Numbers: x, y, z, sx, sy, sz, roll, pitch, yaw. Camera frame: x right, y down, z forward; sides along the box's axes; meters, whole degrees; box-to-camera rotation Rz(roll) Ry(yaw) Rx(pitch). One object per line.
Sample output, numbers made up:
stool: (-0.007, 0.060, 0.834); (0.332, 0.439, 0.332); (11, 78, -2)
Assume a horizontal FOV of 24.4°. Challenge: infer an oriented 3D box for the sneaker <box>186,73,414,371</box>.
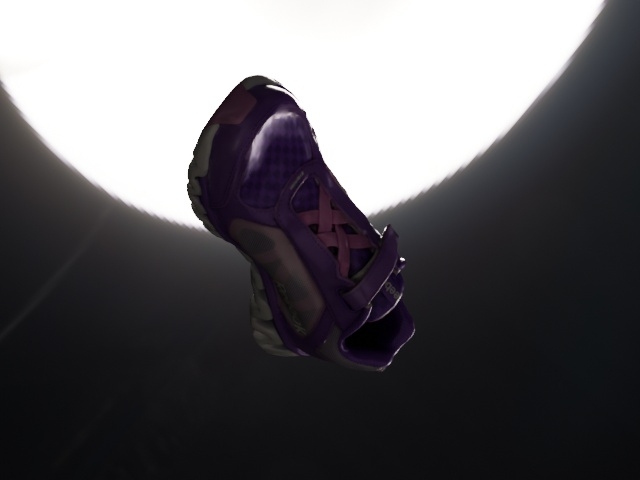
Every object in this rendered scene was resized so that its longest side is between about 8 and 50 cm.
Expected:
sneaker: (0.000, 0.000, 0.886); (0.095, 0.104, 0.236); (-48, -36, -22)
